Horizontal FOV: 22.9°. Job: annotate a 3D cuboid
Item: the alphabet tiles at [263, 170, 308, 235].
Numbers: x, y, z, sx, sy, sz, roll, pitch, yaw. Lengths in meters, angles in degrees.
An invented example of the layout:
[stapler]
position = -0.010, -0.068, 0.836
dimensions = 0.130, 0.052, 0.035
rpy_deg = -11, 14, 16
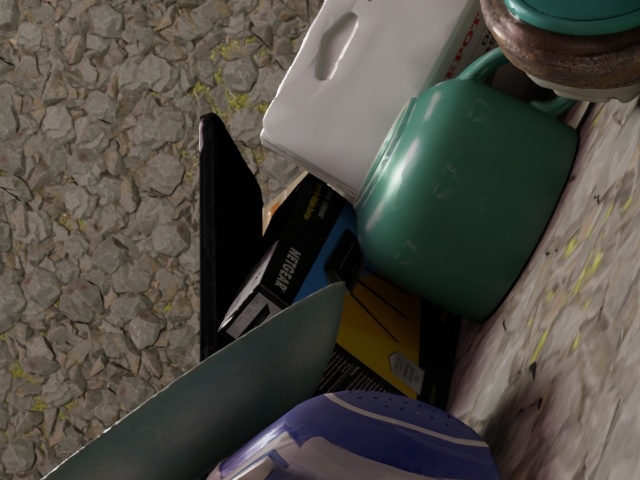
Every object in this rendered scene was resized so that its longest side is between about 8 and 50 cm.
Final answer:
[alphabet tiles]
position = -0.053, 0.121, 1.361
dimensions = 0.285, 0.011, 0.343
rpy_deg = 143, 136, -62

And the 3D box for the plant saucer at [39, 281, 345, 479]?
[plant saucer]
position = -0.058, 0.089, 0.734
dimensions = 0.195, 0.037, 0.195
rpy_deg = -34, -7, -4

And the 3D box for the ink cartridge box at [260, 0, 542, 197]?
[ink cartridge box]
position = 0.072, -0.110, 1.084
dimensions = 0.160, 0.092, 0.219
rpy_deg = -63, -21, 13

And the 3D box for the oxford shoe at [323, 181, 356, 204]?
[oxford shoe]
position = -0.027, 0.093, 1.510
dimensions = 0.449, 0.130, 0.169
rpy_deg = -66, 7, -15

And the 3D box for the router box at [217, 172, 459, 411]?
[router box]
position = 0.019, 0.042, 0.964
dimensions = 0.046, 0.133, 0.179
rpy_deg = -49, 9, 24

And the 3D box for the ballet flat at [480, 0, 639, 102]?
[ballet flat]
position = 0.150, -0.134, 0.802
dimensions = 0.316, 0.107, 0.106
rpy_deg = -58, -22, -49

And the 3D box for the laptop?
[laptop]
position = -0.164, 0.142, 1.089
dimensions = 0.382, 0.236, 0.408
rpy_deg = 79, -169, -86

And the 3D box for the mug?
[mug]
position = 0.084, -0.041, 0.939
dimensions = 0.158, 0.097, 0.129
rpy_deg = -65, 3, -29

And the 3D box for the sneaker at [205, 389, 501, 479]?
[sneaker]
position = -0.020, 0.152, 0.750
dimensions = 0.182, 0.127, 0.315
rpy_deg = -69, 5, -49
